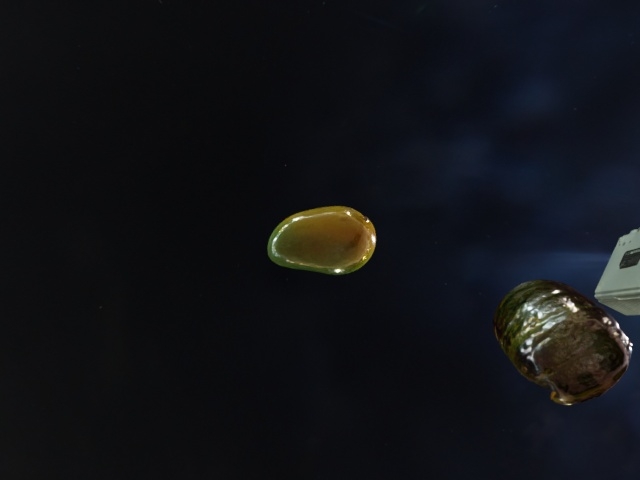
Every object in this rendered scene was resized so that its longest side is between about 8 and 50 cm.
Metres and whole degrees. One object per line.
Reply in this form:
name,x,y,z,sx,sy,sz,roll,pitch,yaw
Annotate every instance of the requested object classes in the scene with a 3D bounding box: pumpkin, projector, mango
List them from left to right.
mango,0.000,0.000,1.012,0.251,0.114,0.156,0,-64,15
pumpkin,0.274,0.104,0.542,0.119,0.183,0.108,-38,-87,9
projector,0.729,0.057,0.973,0.099,0.257,0.192,29,-97,10
